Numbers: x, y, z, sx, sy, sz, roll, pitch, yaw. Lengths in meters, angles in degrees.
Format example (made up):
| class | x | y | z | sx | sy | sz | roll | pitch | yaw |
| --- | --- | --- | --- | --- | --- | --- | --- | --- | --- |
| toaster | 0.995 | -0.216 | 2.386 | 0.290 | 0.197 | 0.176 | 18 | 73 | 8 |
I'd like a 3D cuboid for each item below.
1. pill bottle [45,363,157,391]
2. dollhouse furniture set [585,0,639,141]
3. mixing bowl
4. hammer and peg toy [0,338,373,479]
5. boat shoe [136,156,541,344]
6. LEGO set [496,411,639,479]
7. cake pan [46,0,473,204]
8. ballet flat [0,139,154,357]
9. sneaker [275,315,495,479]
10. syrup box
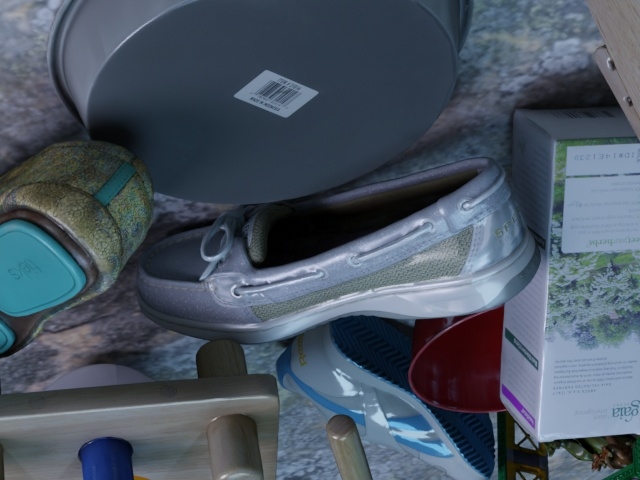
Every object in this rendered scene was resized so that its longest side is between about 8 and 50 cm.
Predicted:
| class | x | y | z | sx | sy | sz | roll | pitch | yaw |
| --- | --- | --- | --- | --- | --- | --- | --- | --- | --- |
| pill bottle | -0.199 | 0.226 | 1.734 | 0.153 | 0.153 | 0.264 | -2 | 147 | -15 |
| dollhouse furniture set | 0.347 | -0.234 | 1.245 | 0.303 | 0.198 | 0.286 | -24 | 178 | -40 |
| mixing bowl | 0.153 | 0.057 | 1.625 | 0.181 | 0.098 | 0.181 | -7 | 147 | -5 |
| hammer and peg toy | -0.106 | 0.183 | 1.484 | 0.361 | 0.127 | 0.266 | -5 | 139 | -7 |
| boat shoe | 0.000 | 0.001 | 1.453 | 0.320 | 0.118 | 0.103 | -4 | 124 | 29 |
| LEGO set | 0.299 | 0.171 | 1.713 | 0.192 | 0.255 | 0.331 | 15 | 140 | -24 |
| cake pan | -0.036 | -0.116 | 1.330 | 0.293 | 0.054 | 0.293 | -8 | 148 | -5 |
| ballet flat | -0.222 | 0.010 | 1.406 | 0.123 | 0.123 | 0.348 | 10 | 161 | -31 |
| sneaker | 0.064 | 0.143 | 1.727 | 0.229 | 0.087 | 0.092 | 39 | 129 | -25 |
| syrup box | 0.196 | 0.025 | 1.473 | 0.093 | 0.096 | 0.236 | -3 | 108 | -14 |
